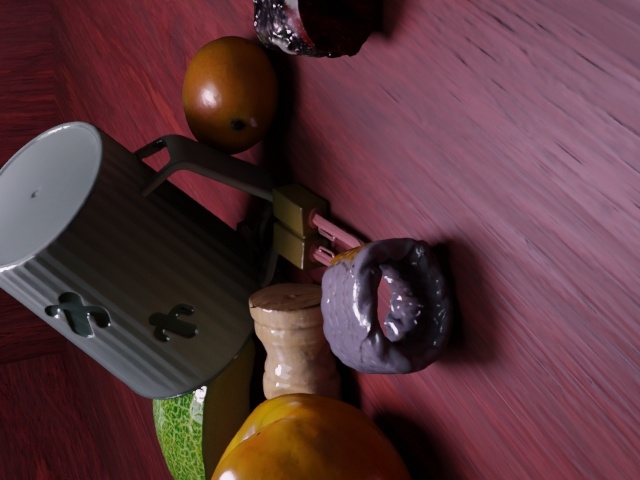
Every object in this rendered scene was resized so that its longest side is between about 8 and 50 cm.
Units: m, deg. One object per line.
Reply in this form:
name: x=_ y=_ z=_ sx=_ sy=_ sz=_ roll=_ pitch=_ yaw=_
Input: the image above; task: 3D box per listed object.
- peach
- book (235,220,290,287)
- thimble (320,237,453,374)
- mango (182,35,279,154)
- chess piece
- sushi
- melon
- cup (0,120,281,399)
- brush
peach: x=-0.002 y=0.361 z=1.072 sx=0.308 sy=0.289 sz=0.289 roll=44 pitch=151 yaw=-3
book: x=-0.105 y=0.091 z=1.459 sx=0.231 sy=0.026 sz=0.157 roll=50 pitch=141 yaw=48
thimble: x=0.076 y=0.075 z=0.955 sx=0.118 sy=0.127 sz=0.151 roll=-16 pitch=86 yaw=63
mango: x=-0.146 y=-0.220 z=1.309 sx=0.254 sy=0.139 sz=0.176 roll=-173 pitch=90 yaw=-73
chess piece: x=-0.023 y=0.217 z=1.236 sx=0.137 sy=0.137 sz=0.301 roll=19 pitch=120 yaw=62
sushi: x=-0.009 y=-0.329 z=0.980 sx=0.126 sy=0.136 sz=0.225 roll=24 pitch=116 yaw=51
melon: x=-0.216 y=0.292 z=1.587 sx=0.331 sy=0.226 sz=0.344 roll=-108 pitch=7 yaw=-58
cup: x=-0.278 y=0.001 z=1.317 sx=0.310 sy=0.401 sz=0.392 roll=26 pitch=165 yaw=44
brush: x=0.000 y=0.000 z=1.182 sx=0.233 sy=0.047 sz=0.103 roll=34 pitch=129 yaw=56
